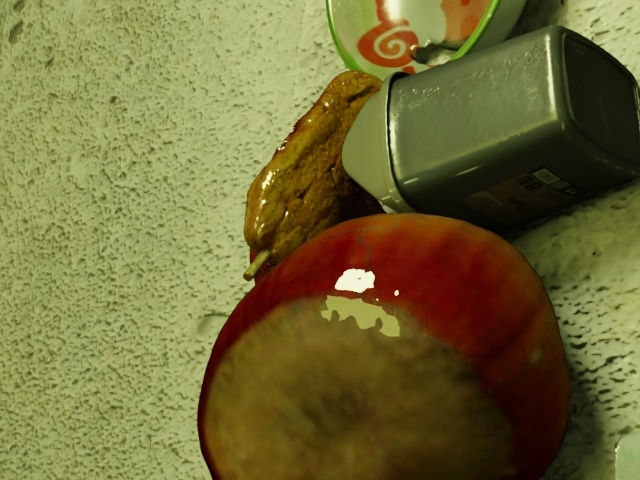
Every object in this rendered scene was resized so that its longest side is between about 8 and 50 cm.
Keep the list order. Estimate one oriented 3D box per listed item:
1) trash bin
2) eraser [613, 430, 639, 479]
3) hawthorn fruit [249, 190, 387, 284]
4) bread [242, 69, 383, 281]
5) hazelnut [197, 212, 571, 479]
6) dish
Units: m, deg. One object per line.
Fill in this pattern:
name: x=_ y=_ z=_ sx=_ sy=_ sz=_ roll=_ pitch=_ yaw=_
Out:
trash bin: x=0.187 y=-0.107 z=1.945 sx=0.290 sy=0.209 sz=0.182 roll=-21 pitch=58 yaw=36
eraser: x=0.386 y=0.240 z=1.672 sx=0.227 sy=0.081 sz=0.174 roll=-21 pitch=59 yaw=43
hawthorn fruit: x=0.000 y=0.000 z=2.151 sx=0.181 sy=0.181 sz=0.235 roll=-57 pitch=25 yaw=16
bread: x=-0.011 y=-0.069 z=1.996 sx=0.084 sy=0.124 sz=0.344 roll=-18 pitch=27 yaw=43
hazelnut: x=0.073 y=0.160 z=1.883 sx=0.409 sy=0.359 sz=0.359 roll=-41 pitch=48 yaw=36
dish: x=0.155 y=-0.324 z=2.135 sx=0.324 sy=0.124 sz=0.324 roll=-15 pitch=70 yaw=48
